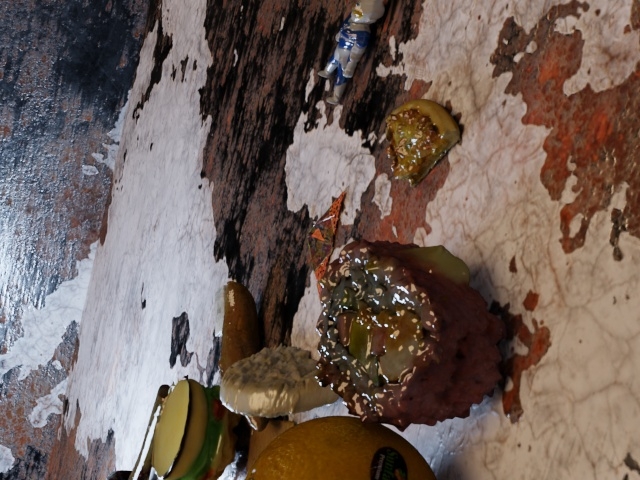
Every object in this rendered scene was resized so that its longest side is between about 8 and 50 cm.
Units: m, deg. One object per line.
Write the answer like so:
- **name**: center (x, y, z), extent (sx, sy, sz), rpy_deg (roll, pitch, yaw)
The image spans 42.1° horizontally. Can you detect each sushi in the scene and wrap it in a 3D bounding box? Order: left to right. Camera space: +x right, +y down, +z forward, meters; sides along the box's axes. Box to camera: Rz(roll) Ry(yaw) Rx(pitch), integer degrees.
- **sushi**: center (0.119, 0.114, 1.089), extent (0.270, 0.170, 0.237), rpy_deg (35, 112, 58)

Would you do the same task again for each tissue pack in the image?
- **tissue pack**: center (-0.223, 0.160, 1.894), extent (0.056, 0.023, 0.108), rpy_deg (-42, 46, 51)

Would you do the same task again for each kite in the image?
- **kite**: center (-0.001, 0.000, 1.538), extent (0.125, 0.008, 0.222), rpy_deg (24, 102, 65)

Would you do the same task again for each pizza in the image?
- **pizza**: center (0.144, -0.150, 1.259), extent (0.175, 0.046, 0.134), rpy_deg (10, 90, 63)

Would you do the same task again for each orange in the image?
- **orange**: center (0.024, 0.358, 1.077), extent (0.274, 0.274, 0.274), rpy_deg (-30, 55, 57)

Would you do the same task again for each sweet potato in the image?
- **sweet potato**: center (-0.157, 0.246, 1.663), extent (0.114, 0.092, 0.342), rpy_deg (116, 150, -45)

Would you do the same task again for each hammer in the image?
- **hammer**: center (-0.446, 0.568, 2.151), extent (0.242, 0.095, 0.409), rpy_deg (42, 113, 59)

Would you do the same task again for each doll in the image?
- **doll**: center (0.054, -0.362, 1.497), extent (0.227, 0.057, 0.114), rpy_deg (124, 149, -42)

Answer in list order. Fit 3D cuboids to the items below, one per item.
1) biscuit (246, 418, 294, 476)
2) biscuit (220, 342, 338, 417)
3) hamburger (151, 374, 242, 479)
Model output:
- **biscuit**: center (-0.091, 0.453, 1.553), extent (0.232, 0.013, 0.237), rpy_deg (-17, 66, 61)
- **biscuit**: center (-0.089, 0.255, 1.463), extent (0.281, 0.179, 0.084), rpy_deg (-166, 65, -70)
- **hamburger**: center (-0.248, 0.406, 1.730), extent (0.237, 0.148, 0.237), rpy_deg (-46, 34, 44)
